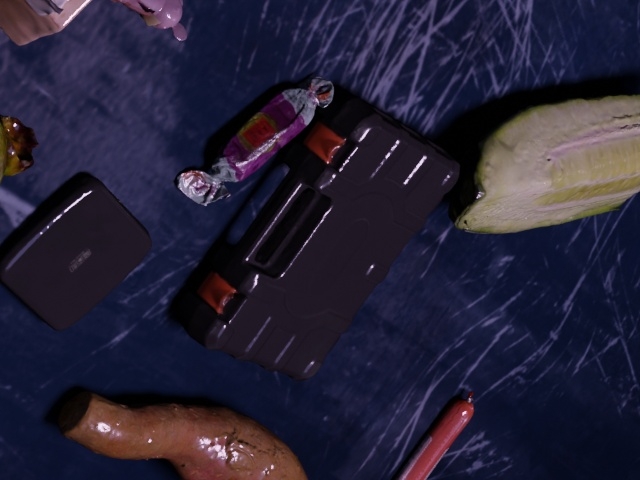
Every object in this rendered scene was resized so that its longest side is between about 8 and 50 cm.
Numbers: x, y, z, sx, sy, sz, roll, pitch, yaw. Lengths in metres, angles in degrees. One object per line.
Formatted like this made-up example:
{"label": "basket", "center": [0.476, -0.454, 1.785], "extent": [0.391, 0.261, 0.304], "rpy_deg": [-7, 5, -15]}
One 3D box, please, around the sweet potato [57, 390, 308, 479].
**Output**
{"label": "sweet potato", "center": [-0.114, 0.217, 2.004], "extent": [0.109, 0.109, 0.385], "rpy_deg": [-51, 139, 3]}

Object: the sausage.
{"label": "sausage", "center": [0.111, 0.285, 2.363], "extent": [0.253, 0.034, 0.034], "rpy_deg": [-55, 144, 10]}

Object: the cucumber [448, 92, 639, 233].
{"label": "cucumber", "center": [0.243, -0.084, 2.108], "extent": [0.325, 0.105, 0.145], "rpy_deg": [-14, 159, -40]}

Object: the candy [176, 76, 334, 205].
{"label": "candy", "center": [-0.057, -0.096, 1.822], "extent": [0.175, 0.045, 0.043], "rpy_deg": [-42, 178, -12]}

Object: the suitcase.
{"label": "suitcase", "center": [0.000, 0.000, 1.951], "extent": [0.285, 0.066, 0.206], "rpy_deg": [-54, 145, 8]}

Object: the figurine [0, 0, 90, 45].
{"label": "figurine", "center": [-0.168, -0.261, 1.479], "extent": [0.162, 0.141, 0.236], "rpy_deg": [45, 76, -22]}

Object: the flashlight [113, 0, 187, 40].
{"label": "flashlight", "center": [-0.153, -0.201, 1.629], "extent": [0.031, 0.052, 0.110], "rpy_deg": [-26, 150, 32]}

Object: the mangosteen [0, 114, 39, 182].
{"label": "mangosteen", "center": [-0.364, -0.090, 1.278], "extent": [0.311, 0.311, 0.311], "rpy_deg": [-28, 140, -27]}

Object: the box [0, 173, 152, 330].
{"label": "box", "center": [-0.223, 0.010, 1.759], "extent": [0.126, 0.027, 0.125], "rpy_deg": [-44, 142, -5]}
